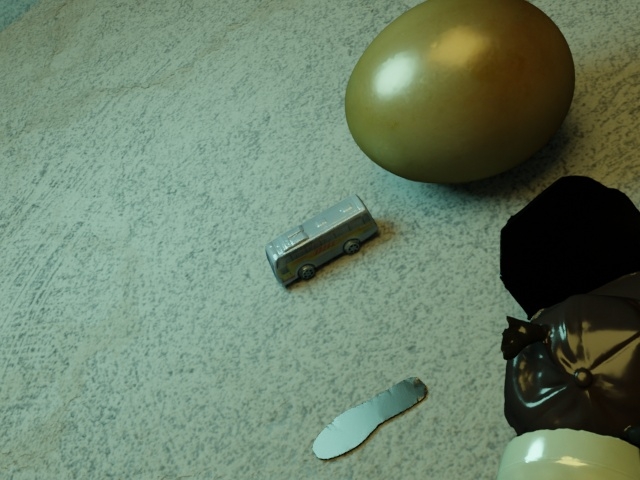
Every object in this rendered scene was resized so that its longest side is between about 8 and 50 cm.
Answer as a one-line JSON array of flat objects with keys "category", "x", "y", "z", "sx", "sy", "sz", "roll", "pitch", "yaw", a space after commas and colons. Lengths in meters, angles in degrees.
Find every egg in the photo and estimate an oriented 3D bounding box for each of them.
[{"category": "egg", "x": 0.218, "y": -0.243, "z": 1.633, "sx": 0.374, "sy": 0.301, "sz": 0.301, "roll": -13, "pitch": 46, "yaw": 15}]

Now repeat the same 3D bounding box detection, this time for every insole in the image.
[{"category": "insole", "x": 0.070, "y": 0.255, "z": 1.463, "sx": 0.188, "sy": 0.004, "sz": 0.064, "roll": -31, "pitch": 45, "yaw": -4}]

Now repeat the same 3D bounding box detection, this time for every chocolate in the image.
[{"category": "chocolate", "x": 0.343, "y": 0.031, "z": 1.466, "sx": 0.224, "sy": 0.206, "sz": 0.177, "roll": -40, "pitch": 2, "yaw": -12}]

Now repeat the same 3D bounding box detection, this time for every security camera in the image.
[{"category": "security camera", "x": 0.282, "y": 0.353, "z": 1.142, "sx": 0.195, "sy": 0.194, "sz": 0.236, "roll": -2, "pitch": 50, "yaw": 24}]

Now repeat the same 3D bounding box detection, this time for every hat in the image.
[{"category": "hat", "x": 0.368, "y": 0.143, "z": 1.244, "sx": 0.336, "sy": 0.209, "sz": 0.238, "roll": -37, "pitch": 70, "yaw": -6}]

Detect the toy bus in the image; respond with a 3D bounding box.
[{"category": "toy bus", "x": 0.000, "y": 0.000, "z": 1.679, "sx": 0.191, "sy": 0.075, "sz": 0.064, "roll": -29, "pitch": 45, "yaw": -2}]
